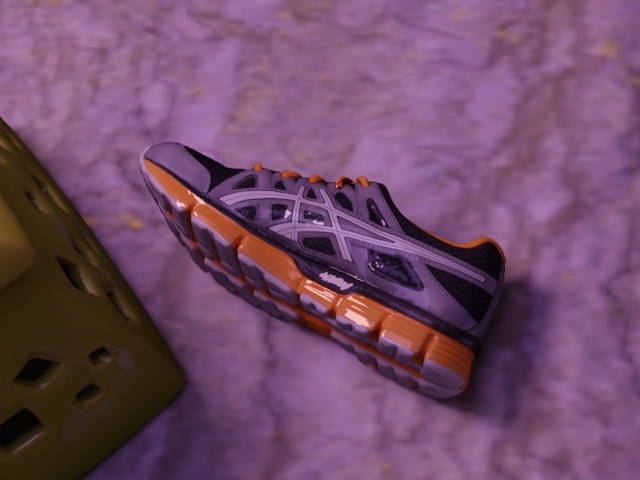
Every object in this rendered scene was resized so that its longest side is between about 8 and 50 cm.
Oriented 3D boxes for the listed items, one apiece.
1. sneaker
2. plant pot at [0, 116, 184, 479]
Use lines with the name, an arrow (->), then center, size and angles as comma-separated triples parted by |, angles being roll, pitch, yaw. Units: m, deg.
sneaker -> 0.000, 0.000, 0.932 | 0.215, 0.084, 0.083 | 30, 75, 15
plant pot -> -0.240, 0.028, 0.912 | 0.228, 0.207, 0.227 | -37, 62, -4
